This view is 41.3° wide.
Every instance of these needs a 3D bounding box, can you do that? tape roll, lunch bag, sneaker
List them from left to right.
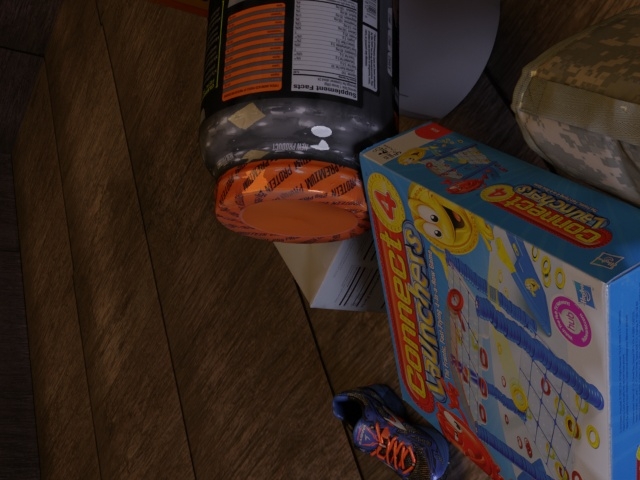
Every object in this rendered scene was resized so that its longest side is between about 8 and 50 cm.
[{"bbox_3d":[0.085,0.258,1.091,0.221,0.087,0.083,32,112,56],"label":"sneaker"},{"bbox_3d":[0.091,-0.293,1.117,0.246,0.169,0.246,-19,67,55],"label":"tape roll"},{"bbox_3d":[0.312,-0.073,0.607,0.235,0.287,0.169,39,117,55],"label":"lunch bag"}]

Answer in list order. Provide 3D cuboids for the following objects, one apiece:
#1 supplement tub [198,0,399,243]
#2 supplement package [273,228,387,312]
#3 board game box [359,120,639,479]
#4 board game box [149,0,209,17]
[{"bbox_3d":[-0.019,-0.180,0.895,0.207,0.207,0.338,-23,59,54],"label":"supplement tub"},{"bbox_3d":[0.064,-0.024,1.073,0.149,0.203,0.194,-64,37,27],"label":"supplement package"},{"bbox_3d":[0.170,0.084,0.745,0.302,0.086,0.308,35,144,53],"label":"board game box"},{"bbox_3d":[-0.163,-0.581,1.382,0.356,0.356,0.356,-66,31,24],"label":"board game box"}]
